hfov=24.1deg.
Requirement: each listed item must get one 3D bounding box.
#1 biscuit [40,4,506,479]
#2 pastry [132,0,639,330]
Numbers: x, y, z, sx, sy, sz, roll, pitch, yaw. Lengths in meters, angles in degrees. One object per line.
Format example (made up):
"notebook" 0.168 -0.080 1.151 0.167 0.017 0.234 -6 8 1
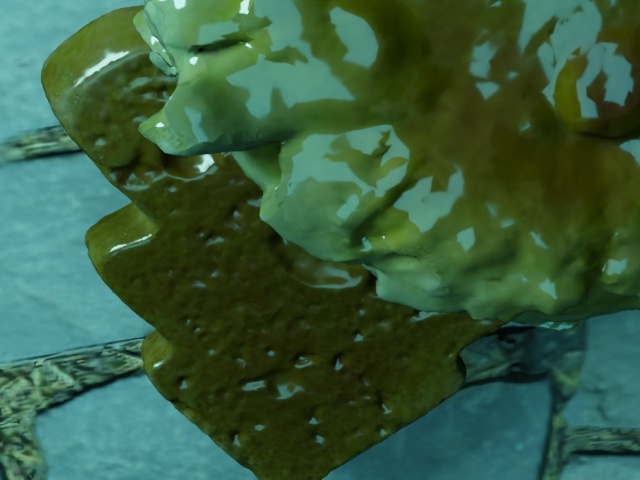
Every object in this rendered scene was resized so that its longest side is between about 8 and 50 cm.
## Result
"biscuit" 0.000 -0.001 0.698 0.278 0.043 0.301 6 124 -16
"pastry" 0.090 -0.114 0.537 0.330 0.136 0.329 -6 115 -14
